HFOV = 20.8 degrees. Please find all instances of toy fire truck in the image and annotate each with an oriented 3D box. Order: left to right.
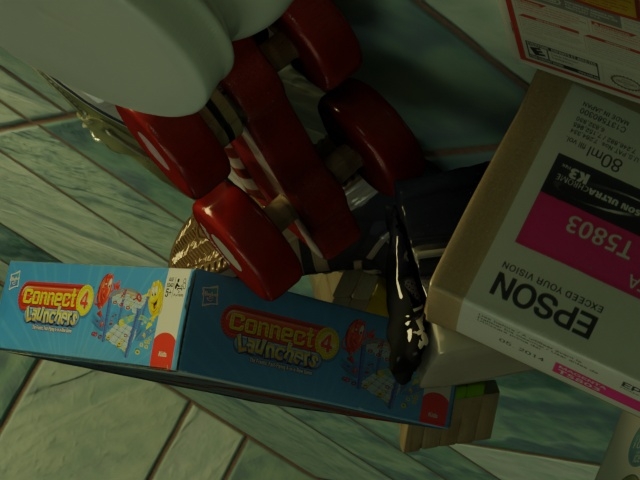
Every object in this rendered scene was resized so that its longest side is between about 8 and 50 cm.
[{"bbox_3d":[-0.076,-0.115,1.386,0.254,0.169,0.302,39,166,47],"label":"toy fire truck"}]

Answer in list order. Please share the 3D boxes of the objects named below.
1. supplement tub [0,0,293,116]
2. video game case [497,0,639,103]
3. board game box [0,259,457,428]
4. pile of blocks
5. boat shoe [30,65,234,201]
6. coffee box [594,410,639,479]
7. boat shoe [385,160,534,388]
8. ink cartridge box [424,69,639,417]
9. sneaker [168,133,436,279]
[{"bbox_3d":[-0.063,-0.215,0.815,0.191,0.272,0.191,26,165,8],"label":"supplement tub"},{"bbox_3d":[0.192,-0.154,1.047,0.204,0.025,0.285,22,164,22],"label":"video game case"},{"bbox_3d":[-0.085,0.093,1.579,0.308,0.086,0.302,16,170,-39],"label":"board game box"},{"bbox_3d":[0.098,0.089,1.906,0.362,0.149,0.112,59,-170,-46],"label":"pile of blocks"},{"bbox_3d":[-0.167,-0.116,1.585,0.302,0.109,0.094,34,124,-26],"label":"boat shoe"},{"bbox_3d":[0.435,0.274,1.437,0.338,0.334,0.337,30,164,-15],"label":"coffee box"},{"bbox_3d":[0.208,0.008,1.337,0.341,0.158,0.127,-6,157,-12],"label":"boat shoe"},{"bbox_3d":[0.217,0.011,1.221,0.235,0.193,0.088,25,165,9],"label":"ink cartridge box"},{"bbox_3d":[0.000,0.000,1.589,0.282,0.099,0.153,-28,134,35],"label":"sneaker"}]
